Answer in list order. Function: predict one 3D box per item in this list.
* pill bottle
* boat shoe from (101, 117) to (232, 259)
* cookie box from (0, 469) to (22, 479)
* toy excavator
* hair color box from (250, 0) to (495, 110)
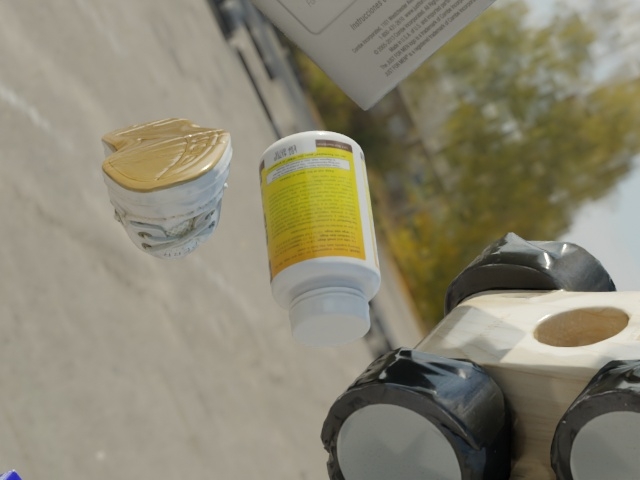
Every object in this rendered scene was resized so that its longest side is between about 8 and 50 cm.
[{"bbox_3d":[0.000,0.000,2.082,0.117,0.117,0.215,61,20,-61],"label":"pill bottle"},{"bbox_3d":[-0.112,-0.033,1.491,0.277,0.098,0.096,-128,-153,-78],"label":"boat shoe"},{"bbox_3d":[-0.247,0.203,1.292,0.040,0.107,0.092,55,44,-11],"label":"cookie box"},{"bbox_3d":[0.258,0.235,1.165,0.222,0.433,0.445,-42,125,-52],"label":"toy excavator"},{"bbox_3d":[-0.033,-0.280,1.234,0.374,0.185,0.113,43,47,-8],"label":"hair color box"}]
